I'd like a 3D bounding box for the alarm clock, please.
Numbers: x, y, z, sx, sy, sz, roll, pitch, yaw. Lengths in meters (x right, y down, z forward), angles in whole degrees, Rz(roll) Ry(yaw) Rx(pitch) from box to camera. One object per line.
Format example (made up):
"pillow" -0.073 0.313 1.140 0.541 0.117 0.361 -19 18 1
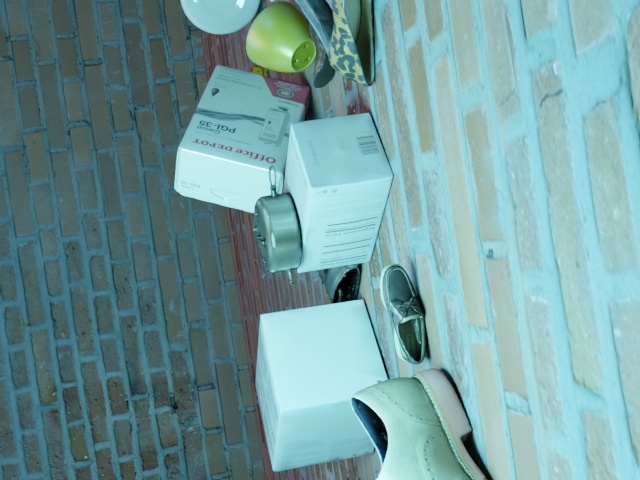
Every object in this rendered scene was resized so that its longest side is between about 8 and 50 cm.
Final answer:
"alarm clock" -0.076 -0.031 1.490 0.129 0.064 0.192 -135 40 -69

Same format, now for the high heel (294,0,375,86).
"high heel" 0.073 -0.334 1.288 0.186 0.093 0.261 55 151 -7

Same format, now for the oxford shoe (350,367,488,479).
"oxford shoe" 0.145 0.347 1.146 0.397 0.147 0.140 -112 21 -45

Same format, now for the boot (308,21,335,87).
"boot" -0.004 -0.351 1.634 0.106 0.037 0.114 115 144 -46

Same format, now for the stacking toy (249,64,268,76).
"stacking toy" -0.147 -0.310 2.292 0.167 0.052 0.221 108 151 -65

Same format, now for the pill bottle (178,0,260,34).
"pill bottle" -0.284 -0.675 2.323 0.361 0.204 0.204 -118 23 -59

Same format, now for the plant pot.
"plant pot" -0.061 -0.376 1.722 0.095 0.134 0.134 40 146 29

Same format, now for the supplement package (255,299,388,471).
"supplement package" -0.004 0.272 1.663 0.262 0.199 0.198 98 160 -53

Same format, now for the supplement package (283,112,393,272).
"supplement package" 0.020 -0.073 1.477 0.244 0.134 0.139 101 157 -56

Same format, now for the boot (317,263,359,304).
"boot" 0.000 0.042 1.740 0.263 0.091 0.229 102 148 -57

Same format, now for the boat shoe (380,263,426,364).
"boat shoe" 0.128 0.108 1.310 0.049 0.056 0.152 -170 63 -72

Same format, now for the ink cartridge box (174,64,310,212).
"ink cartridge box" -0.147 -0.201 1.763 0.117 0.207 0.283 104 180 -46
